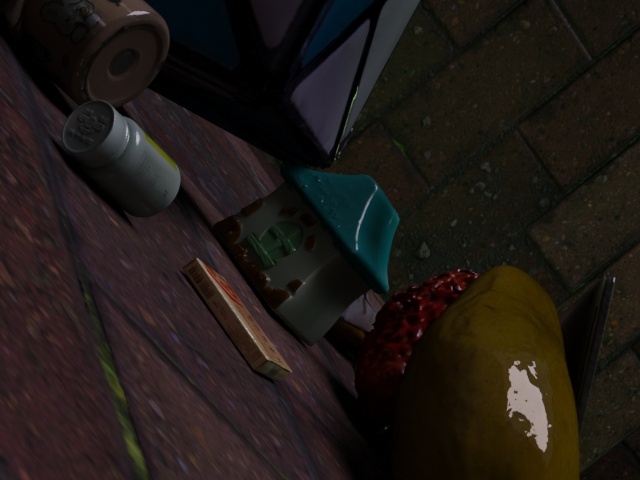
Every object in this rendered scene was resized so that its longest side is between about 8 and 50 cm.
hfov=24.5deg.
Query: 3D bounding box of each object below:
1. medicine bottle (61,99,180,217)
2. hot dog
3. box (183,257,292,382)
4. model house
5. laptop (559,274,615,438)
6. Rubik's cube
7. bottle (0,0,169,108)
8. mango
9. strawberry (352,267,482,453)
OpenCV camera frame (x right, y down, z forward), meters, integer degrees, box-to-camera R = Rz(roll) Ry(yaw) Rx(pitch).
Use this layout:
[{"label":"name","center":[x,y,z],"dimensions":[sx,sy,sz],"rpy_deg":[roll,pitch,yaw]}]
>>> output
[{"label":"medicine bottle","center":[-0.129,-0.053,0.957],"dimensions":[0.047,0.047,0.083],"rpy_deg":[53,2,38]},{"label":"hot dog","center":[0.023,0.066,1.690],"dimensions":[0.144,0.075,0.268],"rpy_deg":[58,2,31]},{"label":"box","center":[-0.058,0.057,1.033],"dimensions":[0.093,0.015,0.058],"rpy_deg":[53,5,21]},{"label":"model house","center":[0.000,0.000,1.370],"dimensions":[0.127,0.149,0.100],"rpy_deg":[52,-1,32]},{"label":"laptop","center":[0.203,0.173,1.294],"dimensions":[0.015,0.269,0.187],"rpy_deg":[15,-14,0]},{"label":"Rubik's cube","center":[-0.070,-0.268,1.313],"dimensions":[0.305,0.310,0.307],"rpy_deg":[30,-4,10]},{"label":"bottle","center":[-0.193,-0.171,1.096],"dimensions":[0.152,0.099,0.099],"rpy_deg":[43,-1,23]},{"label":"mango","center":[0.135,0.144,1.147],"dimensions":[0.331,0.142,0.195],"rpy_deg":[-48,139,-71]},{"label":"strawberry","center":[0.105,0.122,1.365],"dimensions":[0.201,0.186,0.184],"rpy_deg":[-8,90,-51]}]
